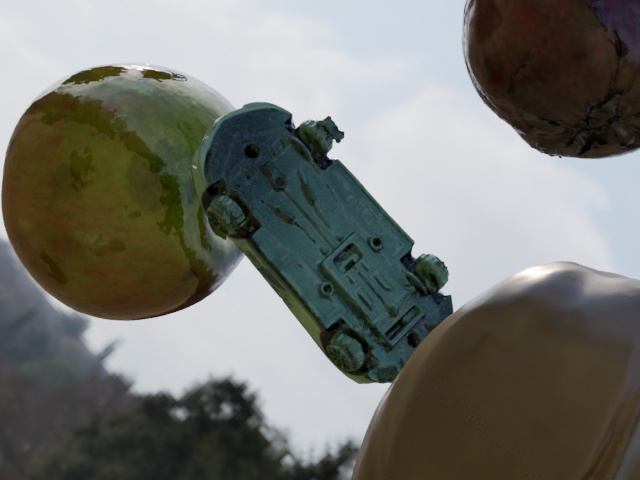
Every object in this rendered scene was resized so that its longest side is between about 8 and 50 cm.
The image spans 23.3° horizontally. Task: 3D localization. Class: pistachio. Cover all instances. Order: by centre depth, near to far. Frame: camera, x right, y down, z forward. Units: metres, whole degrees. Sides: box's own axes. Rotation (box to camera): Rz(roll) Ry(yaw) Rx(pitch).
[{"bbox_3d":[0.084,0.098,0.676,0.136,0.136,0.226,46,-54,19],"label":"pistachio"}]

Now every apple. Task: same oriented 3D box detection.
[{"bbox_3d":[-0.132,-0.037,1.133,0.196,0.196,0.196,47,-12,14],"label":"apple"}]

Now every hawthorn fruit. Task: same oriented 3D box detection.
[{"bbox_3d":[0.191,-0.173,1.129,0.181,0.235,0.181,4,-34,3],"label":"hawthorn fruit"}]

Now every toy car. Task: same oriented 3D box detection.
[{"bbox_3d":[0.000,0.000,0.911,0.186,0.093,0.058,49,-20,-4],"label":"toy car"}]
